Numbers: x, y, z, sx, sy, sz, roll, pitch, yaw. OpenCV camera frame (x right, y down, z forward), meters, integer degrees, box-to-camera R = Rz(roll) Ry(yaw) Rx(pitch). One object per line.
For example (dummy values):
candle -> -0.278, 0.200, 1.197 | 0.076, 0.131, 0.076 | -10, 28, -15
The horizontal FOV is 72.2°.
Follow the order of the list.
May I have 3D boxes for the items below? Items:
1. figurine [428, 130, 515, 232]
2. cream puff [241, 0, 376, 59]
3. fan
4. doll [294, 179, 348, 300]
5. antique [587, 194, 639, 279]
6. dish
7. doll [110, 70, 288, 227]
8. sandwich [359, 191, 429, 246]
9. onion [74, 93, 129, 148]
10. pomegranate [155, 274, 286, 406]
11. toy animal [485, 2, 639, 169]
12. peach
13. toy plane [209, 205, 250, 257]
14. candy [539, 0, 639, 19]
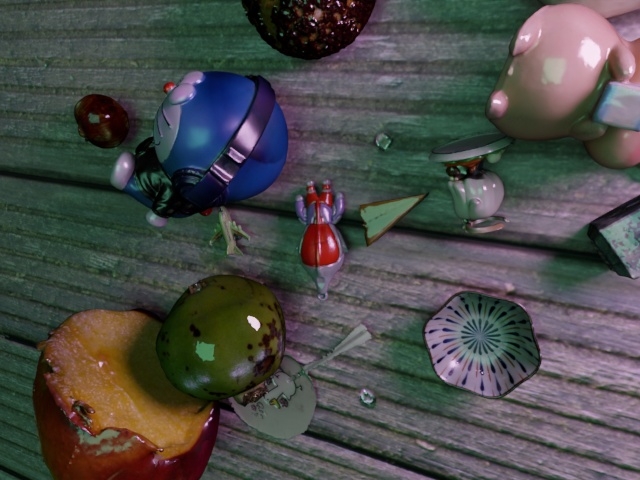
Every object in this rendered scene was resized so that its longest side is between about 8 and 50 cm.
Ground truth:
figurine -> 0.250, -0.083, 0.692 | 0.132, 0.132, 0.153 | -10, 109, 23
cream puff -> -0.024, -0.416, 0.701 | 0.239, 0.165, 0.239 | 5, 102, 24
fan -> -0.051, 0.288, 0.935 | 0.415, 0.012, 0.233 | -35, 87, 27
doll -> 0.000, 0.000, 0.823 | 0.102, 0.075, 0.227 | -5, 89, 13
antique -> 0.483, -0.026, 0.616 | 0.183, 0.088, 0.086 | -35, 85, 24
dish -> 0.275, 0.168, 0.752 | 0.191, 0.066, 0.190 | 4, 100, 22
doll -> -0.200, -0.166, 0.791 | 0.240, 0.284, 0.310 | 34, 133, -29
sandwich -> 0.135, -0.037, 0.763 | 0.117, 0.074, 0.074 | -9, 95, 22
onion -> -0.470, -0.257, 0.940 | 0.117, 0.118, 0.118 | 43, 114, -8
pomegranate -> -0.178, 0.199, 0.853 | 0.254, 0.254, 0.270 | -28, 92, 24
toy animal -> 0.368, -0.195, 0.559 | 0.256, 0.213, 0.195 | 27, 122, 16
peach -> -0.413, 0.339, 0.916 | 0.353, 0.339, 0.416 | -15, 90, 23
toy plane -> -0.192, -0.018, 0.917 | 0.102, 0.040, 0.111 | -6, 97, 21
candy -> 0.404, -0.454, 0.467 | 0.386, 0.186, 0.427 | 37, 127, -9
